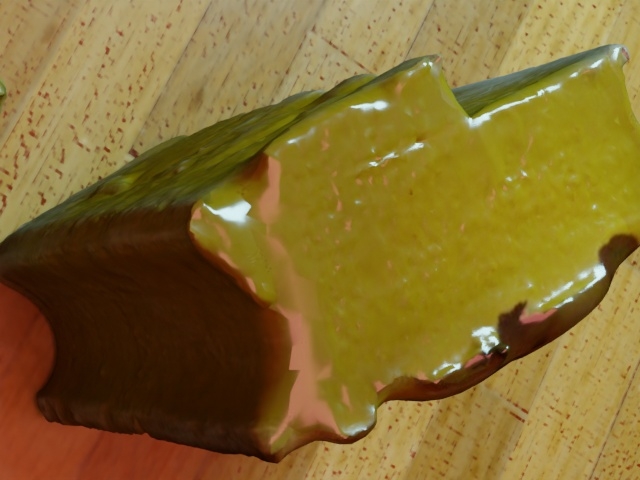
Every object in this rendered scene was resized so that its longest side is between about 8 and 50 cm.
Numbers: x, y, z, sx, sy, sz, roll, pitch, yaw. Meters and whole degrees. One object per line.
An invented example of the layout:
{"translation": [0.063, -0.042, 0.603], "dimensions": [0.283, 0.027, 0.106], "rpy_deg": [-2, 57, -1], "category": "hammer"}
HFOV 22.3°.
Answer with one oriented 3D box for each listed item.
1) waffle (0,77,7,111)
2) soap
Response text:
{"translation": [-0.276, -0.047, 0.744], "dimensions": [0.291, 0.051, 0.291], "rpy_deg": [13, 66, -31], "category": "waffle"}
{"translation": [0.000, 0.000, 0.796], "dimensions": [0.259, 0.281, 0.143], "rpy_deg": [-26, 98, -29], "category": "soap"}
